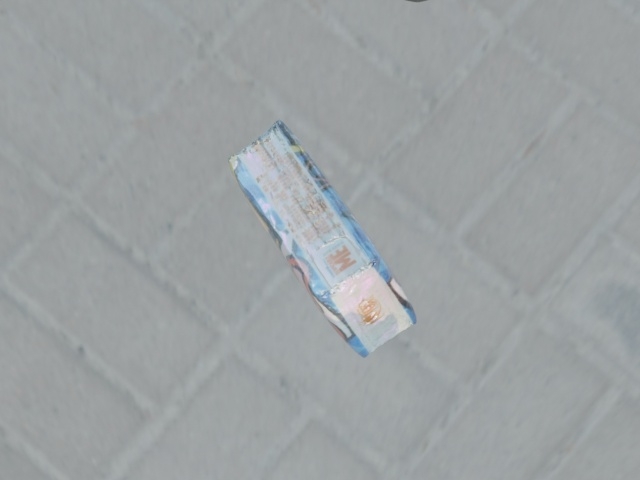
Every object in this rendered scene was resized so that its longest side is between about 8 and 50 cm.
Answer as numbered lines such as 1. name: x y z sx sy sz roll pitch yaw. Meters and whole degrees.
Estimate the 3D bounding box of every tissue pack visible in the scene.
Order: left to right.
1. tissue pack: 0.000 0.000 1.393 0.065 0.115 0.155 -34 57 1

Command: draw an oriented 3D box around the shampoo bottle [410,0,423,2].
1. shampoo bottle: 0.098 -0.227 1.568 0.137 0.048 0.027 -3 41 16
